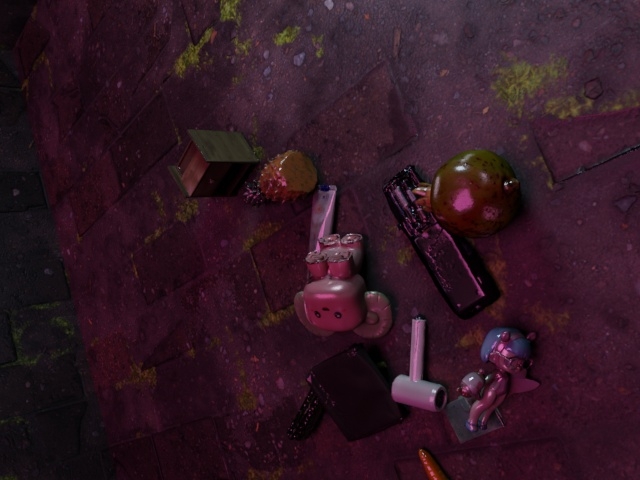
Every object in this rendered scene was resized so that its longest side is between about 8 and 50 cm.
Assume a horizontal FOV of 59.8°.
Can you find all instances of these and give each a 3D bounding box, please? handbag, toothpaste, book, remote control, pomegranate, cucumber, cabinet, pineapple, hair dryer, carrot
[{"bbox_3d":[0.102,0.418,1.541,0.223,0.080,0.246,-36,88,34],"label":"handbag"},{"bbox_3d":[0.000,0.000,1.622,0.100,0.066,0.323,10,98,49],"label":"toothpaste"},{"bbox_3d":[0.368,0.424,1.354,0.135,0.017,0.103,-40,68,38],"label":"book"},{"bbox_3d":[0.281,-0.003,1.357,0.144,0.062,0.398,-44,65,36],"label":"remote control"},{"bbox_3d":[0.314,-0.110,1.224,0.246,0.198,0.198,31,115,35],"label":"pomegranate"},{"bbox_3d":[-0.024,0.504,1.687,0.077,0.077,0.265,41,121,32],"label":"cucumber"},{"bbox_3d":[-0.346,-0.243,1.807,0.175,0.215,0.148,-49,63,35],"label":"cabinet"},{"bbox_3d":[-0.134,-0.164,1.684,0.279,0.158,0.157,-23,79,53],"label":"pineapple"},{"bbox_3d":[0.258,0.307,1.422,0.131,0.073,0.236,2,86,43],"label":"hair dryer"},{"bbox_3d":[0.329,0.643,1.391,0.271,0.062,0.066,41,154,36],"label":"carrot"}]

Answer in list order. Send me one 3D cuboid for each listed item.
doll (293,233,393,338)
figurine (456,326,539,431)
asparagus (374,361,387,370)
[{"bbox_3d":[0.057,0.145,1.522,0.284,0.216,0.268,0,117,24],"label":"doll"},{"bbox_3d":[0.371,0.307,1.240,0.103,0.205,0.260,47,124,59],"label":"figurine"},{"bbox_3d":[0.146,0.353,1.550,0.108,0.021,0.025,-20,77,43],"label":"asparagus"}]
